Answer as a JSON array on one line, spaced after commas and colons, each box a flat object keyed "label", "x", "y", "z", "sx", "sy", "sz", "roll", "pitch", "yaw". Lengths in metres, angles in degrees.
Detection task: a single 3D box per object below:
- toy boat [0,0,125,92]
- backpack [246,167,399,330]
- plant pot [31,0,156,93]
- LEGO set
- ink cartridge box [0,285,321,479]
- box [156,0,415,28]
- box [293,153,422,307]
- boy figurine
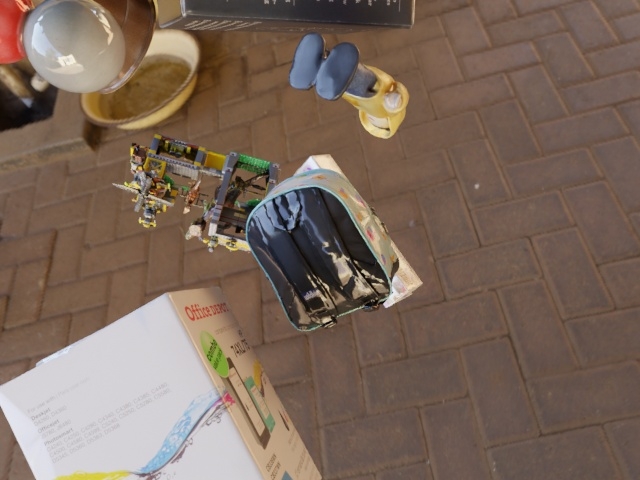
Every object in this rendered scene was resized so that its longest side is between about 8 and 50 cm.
[{"label": "toy boat", "x": -0.179, "y": -0.252, "z": 0.335, "sx": 0.148, "sy": 0.318, "sz": 0.267, "roll": 15, "pitch": 33, "yaw": -7}, {"label": "backpack", "x": 0.000, "y": 0.000, "z": 0.745, "sx": 0.166, "sy": 0.188, "sz": 0.144, "roll": -24, "pitch": 23, "yaw": 26}, {"label": "plant pot", "x": -0.350, "y": -0.319, "z": 0.790, "sx": 0.167, "sy": 0.165, "sz": 0.166, "roll": -12, "pitch": 69, "yaw": 34}, {"label": "LEGO set", "x": -0.229, "y": -0.049, "z": 1.090, "sx": 0.332, "sy": 0.255, "sz": 0.192, "roll": 19, "pitch": 60, "yaw": -16}, {"label": "ink cartridge box", "x": -0.153, "y": 0.212, "z": 0.603, "sx": 0.197, "sy": 0.198, "sz": 0.270, "roll": -29, "pitch": 86, "yaw": 3}, {"label": "box", "x": -0.072, "y": -0.479, "z": 0.985, "sx": 0.396, "sy": 0.211, "sz": 0.293, "roll": -6, "pitch": 18, "yaw": -22}, {"label": "box", "x": 0.070, "y": -0.024, "z": 1.086, "sx": 0.063, "sy": 0.067, "sz": 0.324, "roll": -45, "pitch": 73, "yaw": 34}, {"label": "boy figurine", "x": 0.057, "y": -0.234, "z": 0.885, "sx": 0.177, "sy": 0.285, "sz": 0.092, "roll": 25, "pitch": 97, "yaw": 23}]
